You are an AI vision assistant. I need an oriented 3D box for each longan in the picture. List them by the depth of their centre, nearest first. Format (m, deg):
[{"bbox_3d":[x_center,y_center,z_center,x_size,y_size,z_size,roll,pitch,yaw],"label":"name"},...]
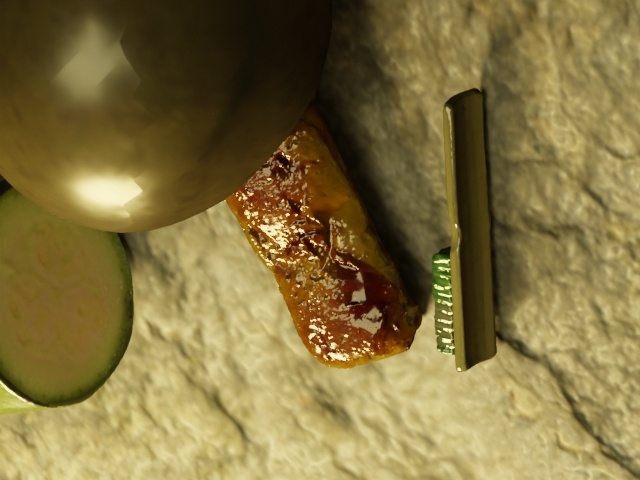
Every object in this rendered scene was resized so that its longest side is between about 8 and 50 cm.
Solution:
[{"bbox_3d":[-0.163,-0.178,1.595,0.361,0.361,0.361,16,121,28],"label":"longan"}]

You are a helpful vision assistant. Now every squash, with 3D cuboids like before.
[{"bbox_3d":[-0.429,0.073,1.987,0.384,0.263,0.263,-10,107,39],"label":"squash"}]

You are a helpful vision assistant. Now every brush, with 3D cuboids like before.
[{"bbox_3d":[0.135,-0.008,1.686,0.048,0.054,0.282,20,124,41],"label":"brush"}]

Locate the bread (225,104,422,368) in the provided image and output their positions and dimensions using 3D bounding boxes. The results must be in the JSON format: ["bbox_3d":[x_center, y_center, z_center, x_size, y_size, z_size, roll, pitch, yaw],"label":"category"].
[{"bbox_3d":[0.001,0.000,1.746,0.139,0.077,0.271,-17,109,29],"label":"bread"}]

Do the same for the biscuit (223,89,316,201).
[{"bbox_3d":[-0.086,-0.175,1.764,0.187,0.036,0.273,-5,110,37],"label":"biscuit"}]
